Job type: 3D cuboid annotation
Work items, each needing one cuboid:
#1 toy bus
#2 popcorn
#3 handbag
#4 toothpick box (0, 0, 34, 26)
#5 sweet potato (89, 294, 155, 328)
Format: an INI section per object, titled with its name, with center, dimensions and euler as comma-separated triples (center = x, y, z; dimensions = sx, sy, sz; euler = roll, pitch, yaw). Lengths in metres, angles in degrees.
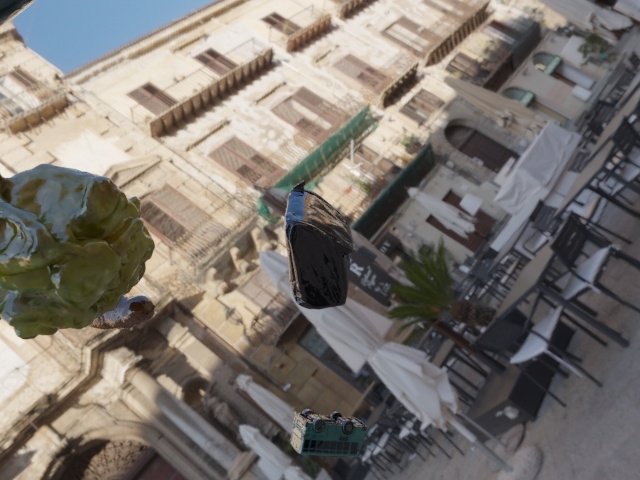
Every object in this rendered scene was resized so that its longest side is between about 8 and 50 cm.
[toy bus]
center = 0.018, 0.444, 1.115
dimensions = 0.079, 0.160, 0.092
euler = 0, 78, 66
[popcorn]
center = -0.428, 0.018, 0.792
dimensions = 0.312, 0.312, 0.312
euler = -51, -14, -18
[handbag]
center = 0.003, 0.001, 1.331
dimensions = 0.302, 0.177, 0.275
euler = -89, -5, -66
[toothpick box]
center = -0.397, -0.288, 0.535
dimensions = 0.184, 0.120, 0.120
euler = -56, -11, -32
[sweet potato]
center = -0.480, 0.146, 1.061
dimensions = 0.106, 0.354, 0.095
euler = 40, -125, -59
